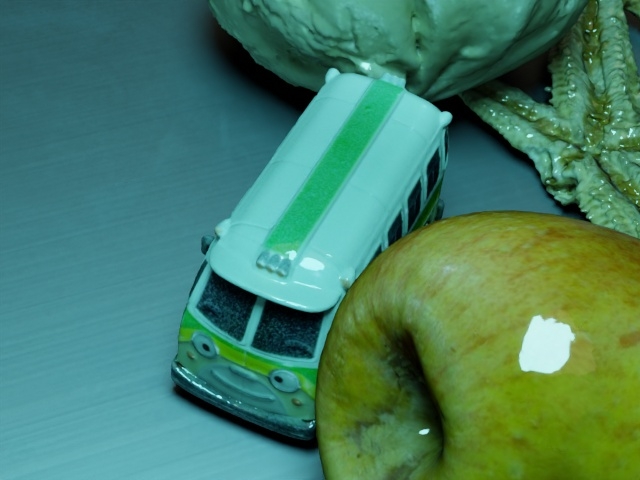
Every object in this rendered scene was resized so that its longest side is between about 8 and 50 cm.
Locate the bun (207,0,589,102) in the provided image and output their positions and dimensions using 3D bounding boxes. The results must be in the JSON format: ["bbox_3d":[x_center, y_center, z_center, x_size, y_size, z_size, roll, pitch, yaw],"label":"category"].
[{"bbox_3d":[0.084,-0.234,1.285,0.360,0.211,0.359,-19,20,7],"label":"bun"}]

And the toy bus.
[{"bbox_3d":[0.000,0.000,1.140,0.134,0.164,0.276,22,48,12],"label":"toy bus"}]

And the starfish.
[{"bbox_3d":[0.320,-0.083,1.297,0.324,0.082,0.432,-28,48,-21],"label":"starfish"}]

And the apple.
[{"bbox_3d":[0.157,0.122,0.976,0.275,0.299,0.299,-5,48,-31],"label":"apple"}]
